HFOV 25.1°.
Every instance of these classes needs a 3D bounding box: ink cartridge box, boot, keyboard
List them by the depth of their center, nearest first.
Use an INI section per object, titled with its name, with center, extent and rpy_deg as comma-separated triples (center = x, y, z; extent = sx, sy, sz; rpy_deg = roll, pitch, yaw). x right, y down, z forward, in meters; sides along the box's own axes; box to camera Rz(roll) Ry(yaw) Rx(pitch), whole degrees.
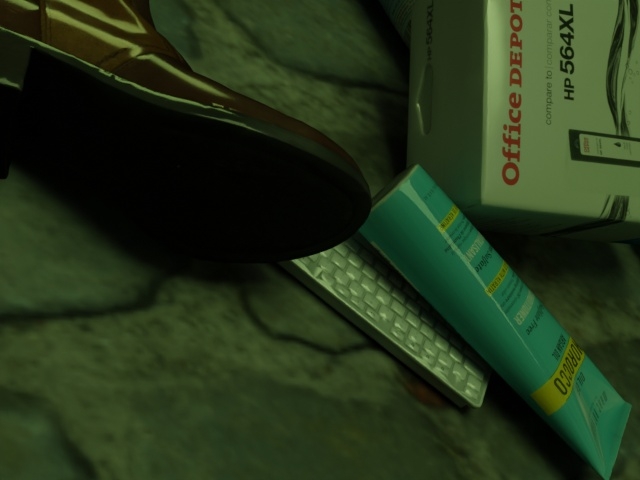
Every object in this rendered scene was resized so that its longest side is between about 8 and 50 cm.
[boot]
center = -0.099, -0.125, 0.803
extent = 0.264, 0.096, 0.280
rpy_deg = 11, 42, -10
[keyboard]
center = 0.000, 0.000, 0.830
extent = 0.256, 0.014, 0.072
rpy_deg = 39, 39, -7
[ink cartridge box]
center = 0.163, -0.079, 0.917
extent = 0.203, 0.086, 0.148
rpy_deg = 4, 83, -28

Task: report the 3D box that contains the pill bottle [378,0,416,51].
[pill bottle]
center = 0.075, -0.195, 1.007
extent = 0.087, 0.087, 0.160
rpy_deg = -10, 63, -44

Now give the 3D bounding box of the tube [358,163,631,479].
[tube]
center = 0.106, 0.047, 0.842
extent = 0.207, 0.052, 0.080
rpy_deg = 47, 39, -6
